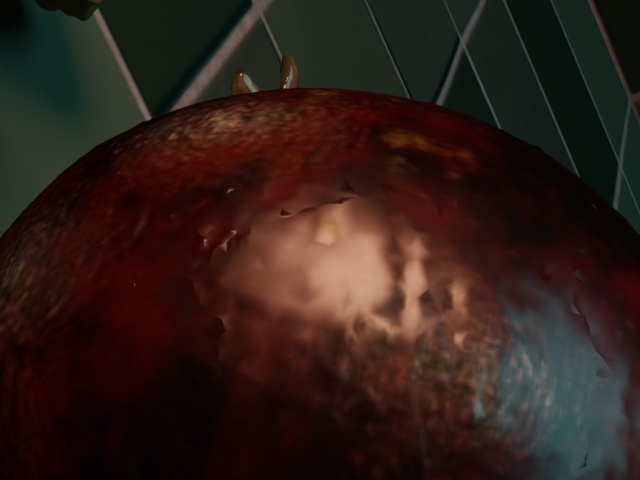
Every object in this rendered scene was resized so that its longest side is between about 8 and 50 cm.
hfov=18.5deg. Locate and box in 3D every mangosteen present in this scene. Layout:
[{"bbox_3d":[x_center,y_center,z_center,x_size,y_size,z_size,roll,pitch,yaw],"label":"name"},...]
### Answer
[{"bbox_3d":[-0.005,0.095,0.685,0.311,0.311,0.311,55,24,-39],"label":"mangosteen"}]

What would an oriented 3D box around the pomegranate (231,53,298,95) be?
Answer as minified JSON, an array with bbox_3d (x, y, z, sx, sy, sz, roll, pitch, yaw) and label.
[{"bbox_3d":[0.000,0.000,1.046,0.191,0.131,0.152,50,22,10],"label":"pomegranate"}]

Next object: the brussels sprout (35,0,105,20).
[{"bbox_3d":[-0.141,-0.182,0.868,0.181,0.100,0.139,43,11,-24],"label":"brussels sprout"}]
